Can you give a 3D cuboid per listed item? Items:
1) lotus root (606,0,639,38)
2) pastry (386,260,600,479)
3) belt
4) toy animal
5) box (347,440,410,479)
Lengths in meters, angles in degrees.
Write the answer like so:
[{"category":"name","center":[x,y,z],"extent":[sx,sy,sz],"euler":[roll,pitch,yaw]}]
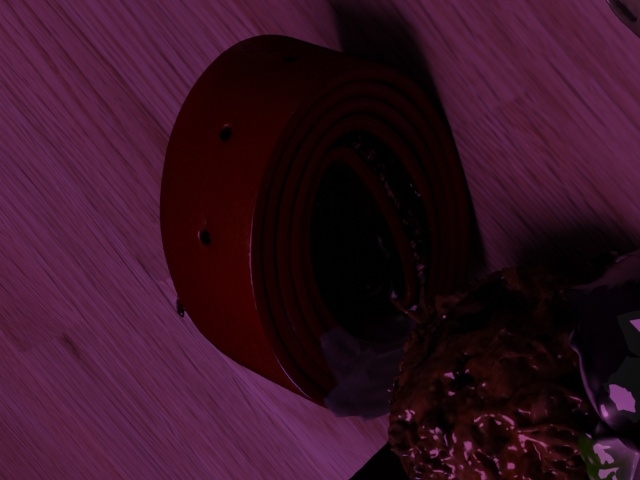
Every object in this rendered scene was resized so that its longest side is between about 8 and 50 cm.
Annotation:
[{"category":"lotus root","center":[0.223,-0.190,1.093],"extent":[0.183,0.078,0.203],"euler":[35,149,47]},{"category":"pastry","center":[0.176,0.119,1.430],"extent":[0.275,0.275,0.193],"euler":[33,108,26]},{"category":"belt","center":[0.000,0.000,1.499],"extent":[0.115,0.227,0.324],"euler":[23,144,42]},{"category":"toy animal","center":[0.268,0.119,1.255],"extent":[0.212,0.212,0.266],"euler":[-3,101,56]},{"category":"box","center":[0.147,0.316,1.685],"extent":[0.204,0.251,0.345],"euler":[29,148,31]}]
